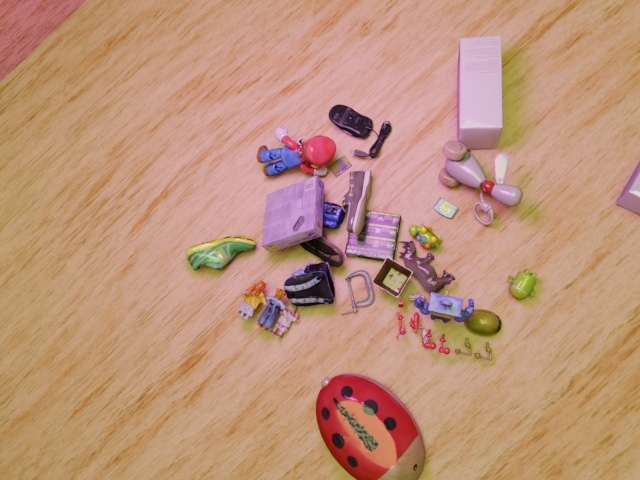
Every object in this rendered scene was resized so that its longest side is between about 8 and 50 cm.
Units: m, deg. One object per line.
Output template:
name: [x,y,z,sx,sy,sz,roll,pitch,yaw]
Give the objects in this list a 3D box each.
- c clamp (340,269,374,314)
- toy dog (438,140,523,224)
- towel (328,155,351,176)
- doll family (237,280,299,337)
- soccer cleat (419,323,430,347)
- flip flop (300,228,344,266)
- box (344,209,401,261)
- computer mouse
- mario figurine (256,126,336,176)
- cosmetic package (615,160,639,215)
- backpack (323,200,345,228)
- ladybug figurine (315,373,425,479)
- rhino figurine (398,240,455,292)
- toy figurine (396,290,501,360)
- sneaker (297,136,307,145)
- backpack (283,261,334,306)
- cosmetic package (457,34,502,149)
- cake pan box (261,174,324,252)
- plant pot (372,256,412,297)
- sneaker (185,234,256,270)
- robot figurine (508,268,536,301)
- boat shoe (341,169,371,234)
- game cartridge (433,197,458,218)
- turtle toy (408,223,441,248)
c clamp: [0.133,0.192,1.848,0.137,0.022,0.161,-9,75,11]
toy dog: [0.586,-0.242,1.778,0.161,0.220,0.334,-35,77,-30]
towel: [0.079,-0.302,1.987,0.083,0.009,0.060,-36,71,2]
doll family: [-0.206,0.246,1.865,0.262,0.118,0.163,27,84,18]
soccer cleat: [0.377,0.340,1.753,0.035,0.029,0.084,-7,78,3]
flip flop: [0.000,0.000,1.891,0.080,0.112,0.277,-26,50,-38]
box: [0.200,-0.020,1.873,0.190,0.045,0.184,8,76,16]
computer mouse: [0.140,-0.431,1.981,0.261,0.060,0.184,22,78,6]
mario figurine: [-0.081,-0.351,1.958,0.320,0.198,0.170,-7,70,26]
cosmetic package: [1.169,-0.183,1.634,0.224,0.138,0.225,30,84,18]
backpack: [0.025,-0.103,1.906,0.120,0.098,0.101,17,85,16]
ladybug figurine: [0.154,0.646,1.660,0.449,0.162,0.305,42,89,19]
rhino figurine: [0.370,0.089,1.792,0.106,0.073,0.243,-41,70,-2]
toy figurine: [0.435,0.264,1.641,0.362,0.217,0.191,13,68,12]
sneaker: [-0.036,-0.385,2.003,0.134,0.070,0.051,19,78,16]
backpack: [-0.043,0.166,1.826,0.173,0.117,0.158,-12,118,13]
cosmetic package: [0.588,-0.544,1.828,0.155,0.197,0.366,0,78,12]
cake pan box: [-0.105,-0.106,1.880,0.245,0.070,0.267,-18,52,26]
plant pot: [0.268,0.139,1.789,0.109,0.096,0.109,31,89,18]
sneaker: [-0.393,0.052,1.979,0.295,0.109,0.124,-13,97,8]
robot figurine: [0.701,0.154,1.699,0.101,0.067,0.115,32,86,6]
boat shoe: [0.129,-0.148,1.850,0.091,0.109,0.305,5,53,14]
game cartridge: [0.471,-0.120,1.848,0.083,0.017,0.056,34,90,19]
turtle toy: [0.385,-0.016,1.811,0.130,0.095,0.066,46,111,20]
